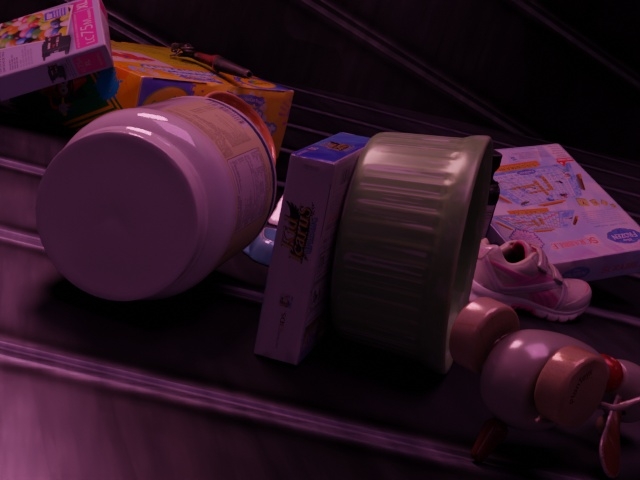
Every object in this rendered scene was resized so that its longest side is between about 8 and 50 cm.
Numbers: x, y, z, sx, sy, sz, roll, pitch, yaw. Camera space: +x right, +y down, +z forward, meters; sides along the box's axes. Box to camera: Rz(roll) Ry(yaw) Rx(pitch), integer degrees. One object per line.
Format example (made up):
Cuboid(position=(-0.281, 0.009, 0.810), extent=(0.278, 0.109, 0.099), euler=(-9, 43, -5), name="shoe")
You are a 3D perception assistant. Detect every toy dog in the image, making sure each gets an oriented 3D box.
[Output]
Cuboid(position=(0.267, 0.190, 1.311), extent=(0.334, 0.161, 0.220), euler=(25, 5, -28), name="toy dog")

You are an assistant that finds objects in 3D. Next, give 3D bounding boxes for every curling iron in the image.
Cuboid(position=(-0.221, -0.360, 2.390), extent=(0.068, 0.035, 0.274), euler=(-2, 21, -40), name="curling iron")

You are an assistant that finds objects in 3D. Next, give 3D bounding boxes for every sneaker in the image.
Cuboid(position=(0.338, 0.058, 1.882), extent=(0.252, 0.111, 0.103), euler=(8, 16, -29), name="sneaker")

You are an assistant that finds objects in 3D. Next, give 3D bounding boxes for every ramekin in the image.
Cuboid(position=(0.116, 0.006, 1.485), extent=(0.148, 0.303, 0.303), euler=(11, 13, 12), name="ramekin")

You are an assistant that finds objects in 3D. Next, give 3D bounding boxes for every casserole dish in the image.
Cuboid(position=(-0.025, 0.020, 1.799), extent=(0.188, 0.037, 0.114), euler=(15, 14, -7), name="casserole dish")

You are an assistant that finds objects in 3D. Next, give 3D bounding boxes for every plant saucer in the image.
Cuboid(position=(-0.169, -0.193, 2.268), extent=(0.200, 0.037, 0.200), euler=(30, 44, -34), name="plant saucer")

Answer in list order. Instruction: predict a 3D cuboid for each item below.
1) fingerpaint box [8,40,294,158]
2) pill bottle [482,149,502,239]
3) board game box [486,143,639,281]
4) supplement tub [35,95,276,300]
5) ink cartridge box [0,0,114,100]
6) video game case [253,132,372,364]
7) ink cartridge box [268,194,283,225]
Cuboid(position=(-0.343, -0.294, 2.421), extent=(0.371, 0.163, 0.445), euler=(24, 16, 34), name="fingerpaint box")
Cuboid(position=(0.230, -0.053, 1.974), extent=(0.123, 0.219, 0.123), euler=(14, 14, -4), name="pill bottle")
Cuboid(position=(0.396, -0.049, 2.134), extent=(0.319, 0.066, 0.318), euler=(-7, 44, -31), name="board game box")
Cuboid(position=(-0.201, -0.057, 1.491), extent=(0.235, 0.235, 0.325), euler=(18, 14, 8), name="supplement tub")
Cuboid(position=(-0.550, -0.353, 2.212), extent=(0.311, 0.065, 0.185), euler=(-19, 44, 1), name="ink cartridge box")
Cuboid(position=(0.000, 0.000, 1.466), extent=(0.061, 0.244, 0.269), euler=(12, 13, 12), name="video game case")
Cuboid(position=(-0.005, -0.060, 1.977), extent=(0.104, 0.061, 0.181), euler=(19, 53, 15), name="ink cartridge box")
